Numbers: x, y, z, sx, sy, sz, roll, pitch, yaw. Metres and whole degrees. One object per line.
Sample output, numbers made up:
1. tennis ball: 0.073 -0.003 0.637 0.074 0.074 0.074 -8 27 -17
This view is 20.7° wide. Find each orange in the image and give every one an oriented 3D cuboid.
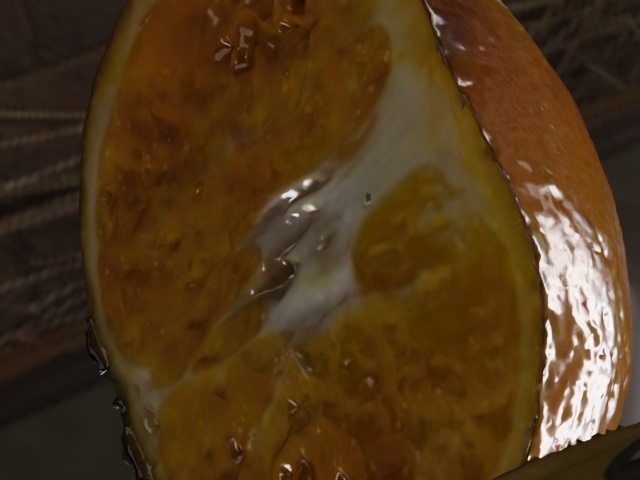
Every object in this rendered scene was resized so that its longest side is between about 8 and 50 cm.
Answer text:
1. orange: 0.003 -0.003 0.773 0.274 0.310 0.274 -46 174 -6

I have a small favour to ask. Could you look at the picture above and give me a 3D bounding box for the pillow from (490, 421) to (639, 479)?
1. pillow: 0.199 0.071 0.334 0.312 0.310 0.119 -2 86 -30
